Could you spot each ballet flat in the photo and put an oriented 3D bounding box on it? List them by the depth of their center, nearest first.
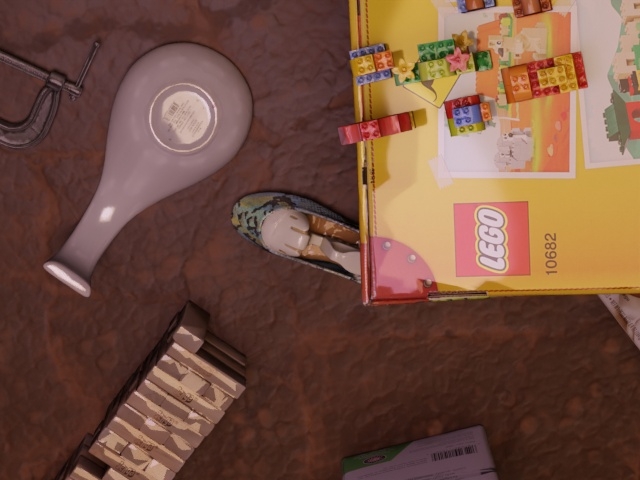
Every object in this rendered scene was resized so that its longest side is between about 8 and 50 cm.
[{"bbox_3d":[0.000,0.000,1.755,0.188,0.070,0.070,16,105,-4],"label":"ballet flat"}]

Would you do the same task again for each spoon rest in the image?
[{"bbox_3d":[-0.179,-0.074,1.737,0.137,0.084,0.276,37,89,-11],"label":"spoon rest"}]

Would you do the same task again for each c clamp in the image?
[{"bbox_3d":[-0.317,-0.164,1.733,0.160,0.022,0.137,19,109,-7],"label":"c clamp"}]

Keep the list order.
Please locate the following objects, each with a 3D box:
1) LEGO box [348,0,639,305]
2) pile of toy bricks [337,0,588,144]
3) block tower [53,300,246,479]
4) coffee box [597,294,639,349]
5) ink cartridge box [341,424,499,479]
[{"bbox_3d":[0.221,-0.201,1.573,0.372,0.193,0.500,-1,96,9],"label":"LEGO box"},{"bbox_3d":[0.110,-0.145,1.444,0.212,0.105,0.118,-12,94,10],"label":"pile of toy bricks"},{"bbox_3d":[-0.202,0.228,1.802,0.097,0.091,0.335,34,103,-10],"label":"block tower"},{"bbox_3d":[0.364,0.048,1.752,0.141,0.098,0.246,-36,102,9],"label":"coffee box"},{"bbox_3d":[0.109,0.281,1.751,0.160,0.219,0.092,-14,105,4],"label":"ink cartridge box"}]
